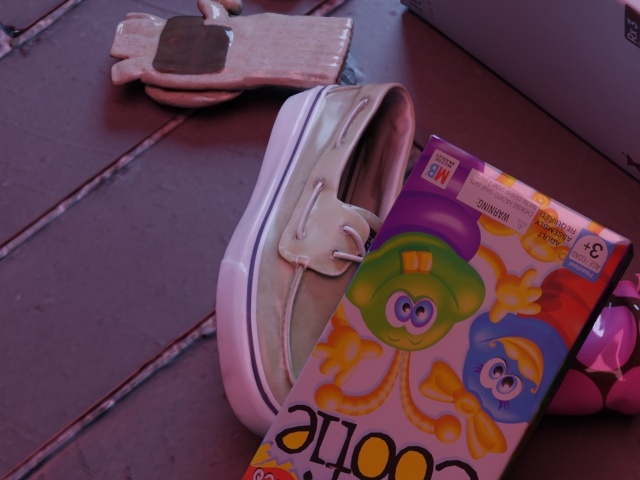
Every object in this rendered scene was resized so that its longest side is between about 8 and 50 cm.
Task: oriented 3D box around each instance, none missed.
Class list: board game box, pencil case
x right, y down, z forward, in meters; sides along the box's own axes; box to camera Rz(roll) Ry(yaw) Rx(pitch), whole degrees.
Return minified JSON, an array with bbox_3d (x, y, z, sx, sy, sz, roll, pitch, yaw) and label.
[{"bbox_3d":[0.073,0.091,1.143,0.144,0.142,0.275,29,92,10],"label":"board game box"},{"bbox_3d":[0.129,0.074,1.252,0.209,0.095,0.098,-1,89,7],"label":"pencil case"}]

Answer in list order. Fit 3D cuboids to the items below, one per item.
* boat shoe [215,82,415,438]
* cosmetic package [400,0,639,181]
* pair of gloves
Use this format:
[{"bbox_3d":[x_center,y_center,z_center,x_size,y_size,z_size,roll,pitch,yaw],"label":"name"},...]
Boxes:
[{"bbox_3d":[0.000,0.000,1.293,0.094,0.109,0.302,-16,49,35],"label":"boat shoe"},{"bbox_3d":[0.232,-0.185,1.325,0.156,0.217,0.385,-42,60,-17],"label":"cosmetic package"},{"bbox_3d":[-0.066,-0.208,1.485,0.204,0.042,0.240,-2,56,12],"label":"pair of gloves"}]
